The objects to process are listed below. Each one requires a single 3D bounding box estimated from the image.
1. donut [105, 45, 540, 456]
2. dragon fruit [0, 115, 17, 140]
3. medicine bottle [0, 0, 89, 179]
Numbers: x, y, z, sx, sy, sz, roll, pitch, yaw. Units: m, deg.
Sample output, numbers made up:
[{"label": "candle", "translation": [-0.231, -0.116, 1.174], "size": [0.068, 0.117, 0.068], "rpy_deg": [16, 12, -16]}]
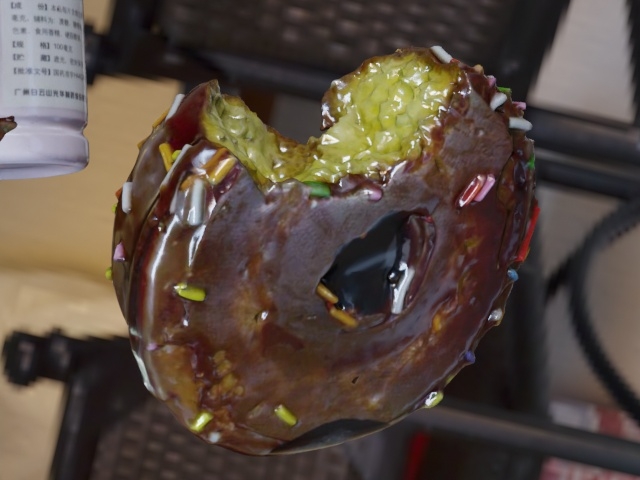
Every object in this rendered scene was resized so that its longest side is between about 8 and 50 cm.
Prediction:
[{"label": "donut", "translation": [-0.001, 0.001, 1.008], "size": [0.096, 0.230, 0.216], "rpy_deg": [43, 155, 45]}, {"label": "dragon fruit", "translation": [-0.403, -0.028, 1.405], "size": [0.343, 0.282, 0.100], "rpy_deg": [-15, 72, 59]}, {"label": "medicine bottle", "translation": [-0.250, -0.176, 1.553], "size": [0.133, 0.133, 0.249], "rpy_deg": [138, 128, -84]}]
